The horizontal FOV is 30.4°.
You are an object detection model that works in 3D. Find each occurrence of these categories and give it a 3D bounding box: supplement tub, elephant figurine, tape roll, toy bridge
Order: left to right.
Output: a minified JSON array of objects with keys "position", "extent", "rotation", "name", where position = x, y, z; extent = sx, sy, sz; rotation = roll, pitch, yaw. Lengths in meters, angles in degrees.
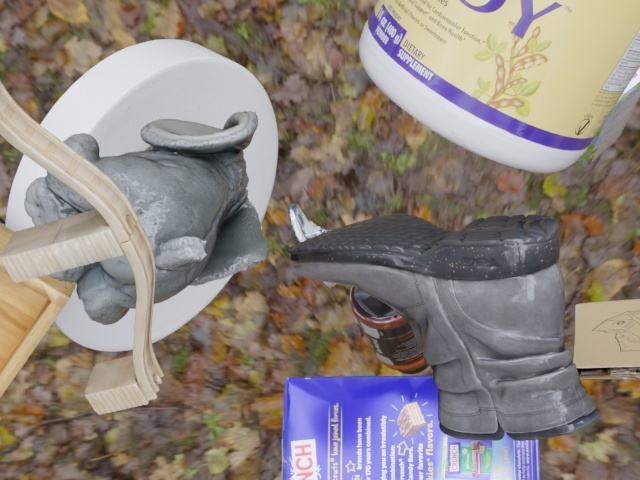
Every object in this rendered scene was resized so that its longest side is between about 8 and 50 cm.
[{"position":[-0.114,0.000,0.540],"extent":[0.063,0.026,0.188],"rotation":[-13,121,16],"name":"toy bridge"},{"position":[-0.203,-0.050,1.423],"extent":[0.072,0.392,0.392],"rotation":[29,85,30],"name":"tape roll"},{"position":[-0.113,-0.045,0.989],"extent":[0.186,0.169,0.239],"rotation":[46,45,13],"name":"elephant figurine"},{"position":[0.113,0.120,1.693],"extent":[0.106,0.198,0.106],"rotation":[-9,55,13],"name":"supplement tub"},{"position":[0.207,-0.254,1.050],"extent":[0.241,0.241,0.331],"rotation":[32,115,8],"name":"supplement tub"}]

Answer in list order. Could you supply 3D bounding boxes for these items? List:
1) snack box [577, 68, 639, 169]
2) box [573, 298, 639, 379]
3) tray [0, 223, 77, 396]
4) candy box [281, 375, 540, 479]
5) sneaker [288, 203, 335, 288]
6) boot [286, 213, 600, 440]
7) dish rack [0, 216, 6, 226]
[{"position":[0.282,-0.193,1.366],"extent":[0.070,0.207,0.174],"rotation":[-42,77,-6],"name":"snack box"},{"position":[0.419,0.128,1.560],"extent":[0.164,0.201,0.021],"rotation":[-3,112,15],"name":"box"},{"position":[-0.476,0.011,1.194],"extent":[0.411,0.076,0.203],"rotation":[34,109,-12],"name":"tray"},{"position":[0.114,0.304,1.480],"extent":[0.317,0.122,0.268],"rotation":[-1,76,7],"name":"candy box"},{"position":[0.000,0.000,1.716],"extent":[0.058,0.052,0.135],"rotation":[-31,100,-1],"name":"sneaker"},{"position":[0.109,0.093,1.192],"extent":[0.118,0.338,0.223],"rotation":[-24,108,-39],"name":"boot"},{"position":[-0.463,0.039,1.452],"extent":[0.208,0.074,0.272],"rotation":[12,128,1],"name":"dish rack"}]
